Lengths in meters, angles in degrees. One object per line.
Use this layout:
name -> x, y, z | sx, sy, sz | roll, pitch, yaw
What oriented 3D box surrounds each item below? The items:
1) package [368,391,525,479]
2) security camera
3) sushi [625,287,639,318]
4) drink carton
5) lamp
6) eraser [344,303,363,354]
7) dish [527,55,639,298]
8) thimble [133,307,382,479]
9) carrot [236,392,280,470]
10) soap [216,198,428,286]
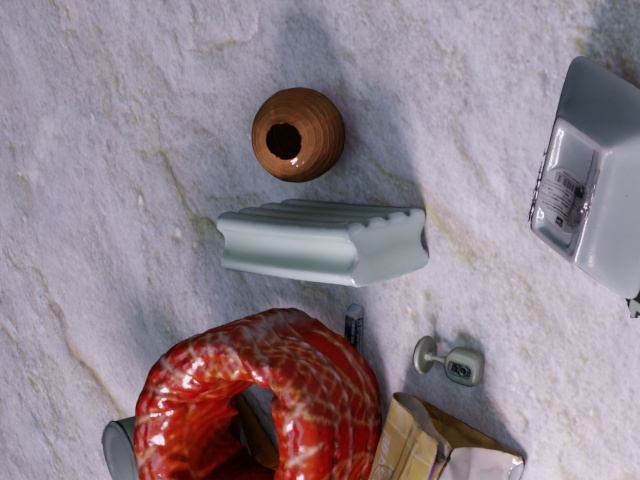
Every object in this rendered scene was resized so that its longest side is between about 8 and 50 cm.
package -> 0.107, 0.388, 1.673 | 0.221, 0.165, 0.311 | 26, 103, 38
security camera -> 0.176, 0.165, 1.683 | 0.092, 0.058, 0.058 | 10, 107, 35
sushi -> 0.412, -0.031, 1.384 | 0.231, 0.047, 0.220 | -12, 93, 61
drink carton -> -0.237, 0.348, 2.025 | 0.185, 0.189, 0.191 | 66, 148, 13
lamp -> -0.031, -0.149, 1.758 | 0.136, 0.136, 0.136 | 13, 109, 43
eraser -> 0.047, 0.142, 1.828 | 0.027, 0.019, 0.099 | 17, 113, 42
dish -> 0.303, -0.065, 1.425 | 0.182, 0.080, 0.243 | 44, 140, 41
thimble -> -0.094, 0.275, 1.794 | 0.350, 0.230, 0.350 | 4, 98, 30
carrot -> -0.116, 0.300, 2.021 | 0.048, 0.048, 0.216 | -45, 64, 42
soap -> 0.000, 0.000, 1.741 | 0.265, 0.159, 0.088 | 5, 105, 44
